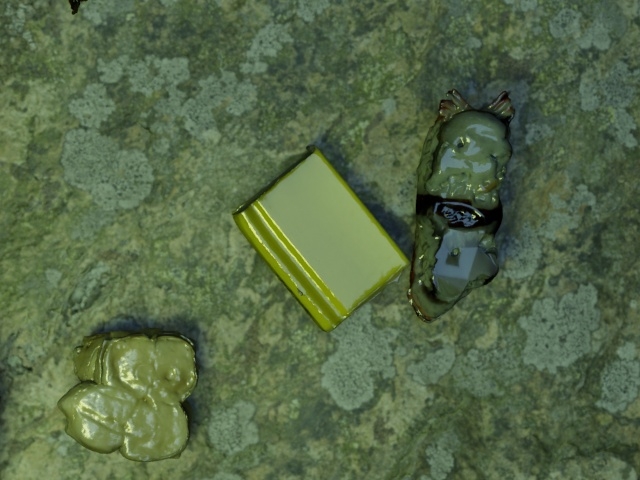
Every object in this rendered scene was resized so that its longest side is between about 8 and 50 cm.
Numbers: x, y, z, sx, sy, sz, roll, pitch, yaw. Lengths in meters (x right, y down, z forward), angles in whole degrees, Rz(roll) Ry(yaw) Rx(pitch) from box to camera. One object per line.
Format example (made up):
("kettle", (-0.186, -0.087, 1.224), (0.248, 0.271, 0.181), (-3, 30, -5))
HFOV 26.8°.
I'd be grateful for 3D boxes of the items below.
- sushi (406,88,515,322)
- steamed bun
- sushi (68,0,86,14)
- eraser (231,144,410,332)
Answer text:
("sushi", (0.196, -0.046, 1.880), (0.124, 0.130, 0.332), (6, 87, -12))
("steamed bun", (-0.263, 0.208, 1.818), (0.192, 0.106, 0.177), (0, 86, -18))
("sushi", (-0.285, -0.443, 1.787), (0.140, 0.149, 0.287), (52, 121, 18))
("eraser", (0.000, 0.000, 1.879), (0.158, 0.069, 0.226), (-41, 96, -10))
